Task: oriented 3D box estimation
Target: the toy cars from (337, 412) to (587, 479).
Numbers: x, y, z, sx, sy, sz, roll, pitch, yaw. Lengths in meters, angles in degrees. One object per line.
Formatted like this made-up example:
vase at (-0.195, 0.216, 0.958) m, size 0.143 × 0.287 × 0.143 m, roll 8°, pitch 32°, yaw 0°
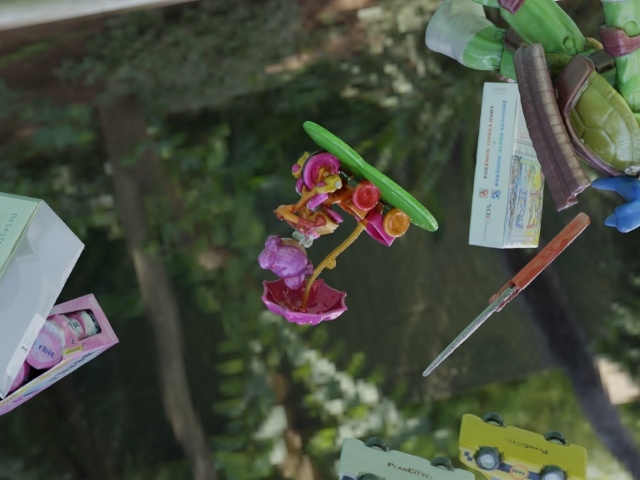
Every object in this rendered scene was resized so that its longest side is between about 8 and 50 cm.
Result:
toy cars at (0.193, 0.329, 2.395) m, size 0.394 × 0.087 × 0.176 m, roll -6°, pitch -144°, yaw -34°

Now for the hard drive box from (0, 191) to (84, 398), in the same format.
hard drive box at (-0.380, 0.039, 1.711) m, size 0.232 × 0.181 × 0.089 m, roll 11°, pitch 153°, yaw 32°

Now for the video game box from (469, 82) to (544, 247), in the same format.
video game box at (0.225, -0.085, 2.030) m, size 0.048 × 0.187 × 0.205 m, roll 4°, pitch -179°, yaw 18°

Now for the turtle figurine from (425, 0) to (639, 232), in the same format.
turtle figurine at (0.223, -0.163, 1.306) m, size 0.266 × 0.274 × 0.198 m, roll 35°, pitch -169°, yaw 25°

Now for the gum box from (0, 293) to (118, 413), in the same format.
gum box at (-0.315, 0.129, 1.843) m, size 0.188 × 0.062 × 0.107 m, roll -32°, pitch 174°, yaw 25°

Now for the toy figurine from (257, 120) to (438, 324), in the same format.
toy figurine at (0.000, 0.000, 1.616) m, size 0.159 × 0.173 × 0.130 m, roll -53°, pitch -142°, yaw -6°

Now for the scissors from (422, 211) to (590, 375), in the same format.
scissors at (0.195, 0.048, 1.774) m, size 0.109 × 0.021 × 0.297 m, roll -45°, pitch 174°, yaw 36°
